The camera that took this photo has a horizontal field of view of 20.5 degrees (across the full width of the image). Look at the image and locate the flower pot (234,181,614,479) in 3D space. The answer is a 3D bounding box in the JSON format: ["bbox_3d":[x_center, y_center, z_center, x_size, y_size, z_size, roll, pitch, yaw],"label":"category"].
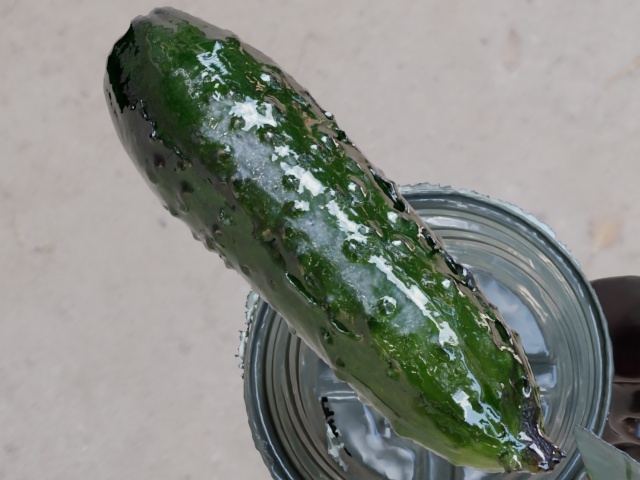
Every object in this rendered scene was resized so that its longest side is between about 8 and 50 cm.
[{"bbox_3d":[0.063,0.076,1.022,0.235,0.140,0.235,0,86,2],"label":"flower pot"}]

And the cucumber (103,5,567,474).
[{"bbox_3d":[0.000,0.000,0.590,0.069,0.069,0.227,-24,57,-32],"label":"cucumber"}]

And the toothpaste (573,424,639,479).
[{"bbox_3d":[0.195,0.203,0.883,0.048,0.075,0.297,-41,128,-15],"label":"toothpaste"}]

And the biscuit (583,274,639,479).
[{"bbox_3d":[0.309,0.149,1.206,0.407,0.407,0.091,23,65,-15],"label":"biscuit"}]
